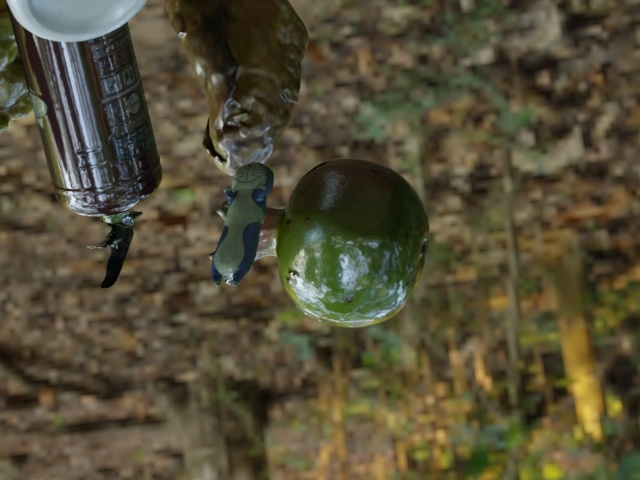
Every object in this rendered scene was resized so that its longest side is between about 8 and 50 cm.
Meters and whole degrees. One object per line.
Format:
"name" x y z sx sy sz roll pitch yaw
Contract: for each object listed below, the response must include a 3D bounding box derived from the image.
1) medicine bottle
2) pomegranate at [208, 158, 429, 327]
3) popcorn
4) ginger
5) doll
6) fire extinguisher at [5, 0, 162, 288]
"medicine bottle" -0.249 -0.311 1.743 0.144 0.252 0.144 -18 146 -13
"pomegranate" 0.000 0.000 1.986 0.224 0.181 0.181 7 173 5
"popcorn" -0.360 -0.200 2.093 0.155 0.197 0.197 29 -179 15
"ginger" -0.106 -0.249 2.470 0.172 0.321 0.165 -33 146 32
"doll" -0.064 -0.014 1.564 0.037 0.125 0.027 -2 143 20
"fire extinguisher" -0.233 -0.130 1.910 0.114 0.337 0.135 -3 -156 20
